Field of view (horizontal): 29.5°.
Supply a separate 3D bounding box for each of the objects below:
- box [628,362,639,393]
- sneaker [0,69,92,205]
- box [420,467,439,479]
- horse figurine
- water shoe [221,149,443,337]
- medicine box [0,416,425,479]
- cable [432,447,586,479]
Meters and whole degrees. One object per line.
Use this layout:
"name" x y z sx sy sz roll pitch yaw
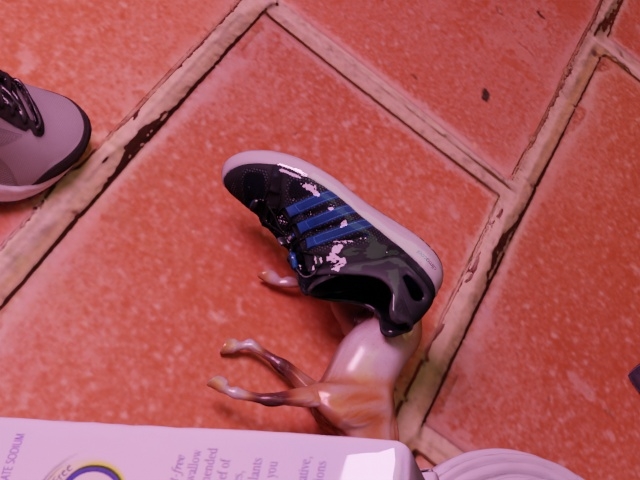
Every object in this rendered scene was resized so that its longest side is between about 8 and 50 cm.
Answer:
"box" 0.494 0.146 1.034 0.097 0.395 0.318 -26 74 -40
"sneaker" -0.260 -0.096 0.891 0.271 0.108 0.100 2 54 -59
"box" 0.006 0.299 0.763 0.169 0.087 0.290 -8 54 10
"horse figurine" 0.017 0.085 0.997 0.174 0.066 0.263 27 50 -4
"water shoe" 0.000 0.000 0.967 0.203 0.073 0.080 29 58 7
"medicine box" -0.072 0.213 0.622 0.289 0.263 0.149 0 57 19
"cable" 0.153 0.284 0.926 0.257 0.089 0.257 38 48 -4
